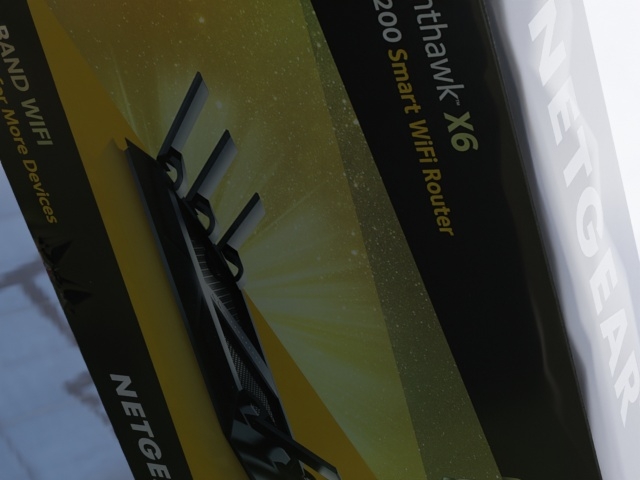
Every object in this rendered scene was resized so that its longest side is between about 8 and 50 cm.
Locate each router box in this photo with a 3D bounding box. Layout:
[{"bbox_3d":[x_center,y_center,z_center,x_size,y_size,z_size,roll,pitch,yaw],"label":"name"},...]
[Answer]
[{"bbox_3d":[0.000,0.000,0.628,0.242,0.081,0.309,0,-58,33],"label":"router box"}]
